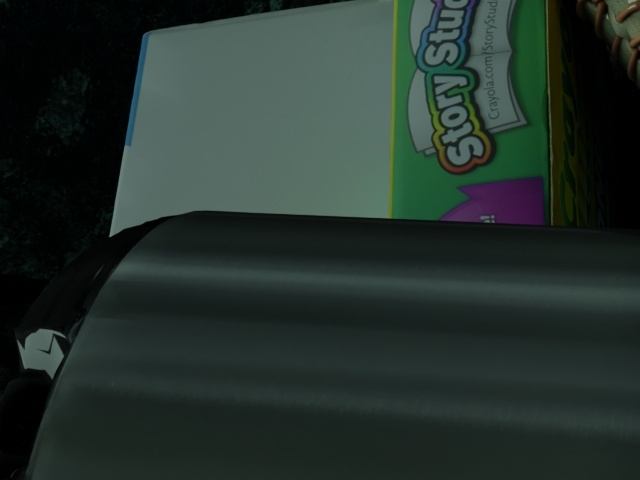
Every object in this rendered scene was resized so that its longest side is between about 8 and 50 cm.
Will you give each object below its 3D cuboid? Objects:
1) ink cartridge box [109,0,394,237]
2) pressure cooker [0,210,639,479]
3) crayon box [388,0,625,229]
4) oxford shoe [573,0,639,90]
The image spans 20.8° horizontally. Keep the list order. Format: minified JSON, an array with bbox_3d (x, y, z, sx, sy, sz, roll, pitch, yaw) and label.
[{"bbox_3d":[0.000,0.000,1.222,0.270,0.197,0.198,64,-155,-51],"label":"ink cartridge box"},{"bbox_3d":[0.093,0.177,0.748,0.375,0.421,0.369,-69,-26,-44],"label":"pressure cooker"},{"bbox_3d":[0.130,-0.033,1.121,0.313,0.106,0.362,61,-153,-57],"label":"crayon box"},{"bbox_3d":[0.208,-0.113,1.013,0.140,0.147,0.397,116,160,-49],"label":"oxford shoe"}]
